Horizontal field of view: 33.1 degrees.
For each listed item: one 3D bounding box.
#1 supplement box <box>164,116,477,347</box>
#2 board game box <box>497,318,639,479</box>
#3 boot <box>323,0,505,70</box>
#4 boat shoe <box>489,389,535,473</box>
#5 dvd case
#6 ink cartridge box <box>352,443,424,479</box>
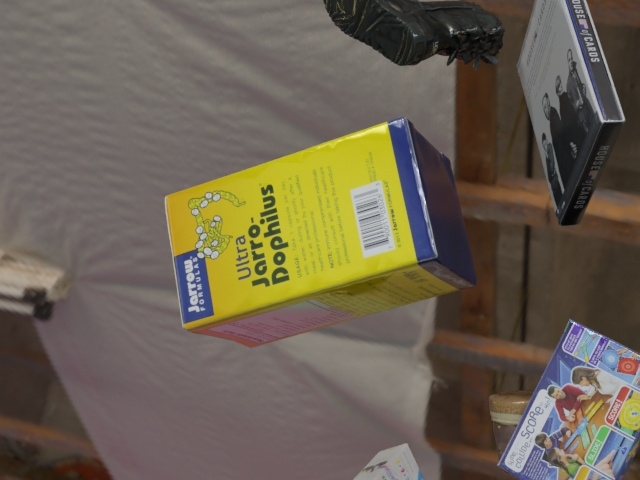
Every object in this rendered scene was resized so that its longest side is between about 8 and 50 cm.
[{"bbox_3d":[0.000,0.000,1.447,0.356,0.195,0.194,-17,-18,19],"label":"supplement box"},{"bbox_3d":[0.315,0.214,1.283,0.136,0.201,0.035,29,4,33],"label":"board game box"},{"bbox_3d":[0.071,-0.167,0.797,0.121,0.099,0.045,45,-48,34],"label":"boot"},{"bbox_3d":[0.360,0.268,1.494,0.342,0.123,0.123,4,-7,-44],"label":"boat shoe"},{"bbox_3d":[0.265,-0.163,1.171,0.029,0.239,0.179,-3,-33,-5],"label":"dvd case"},{"bbox_3d":[0.101,0.416,1.722,0.061,0.181,0.104,-24,-86,34],"label":"ink cartridge box"}]
